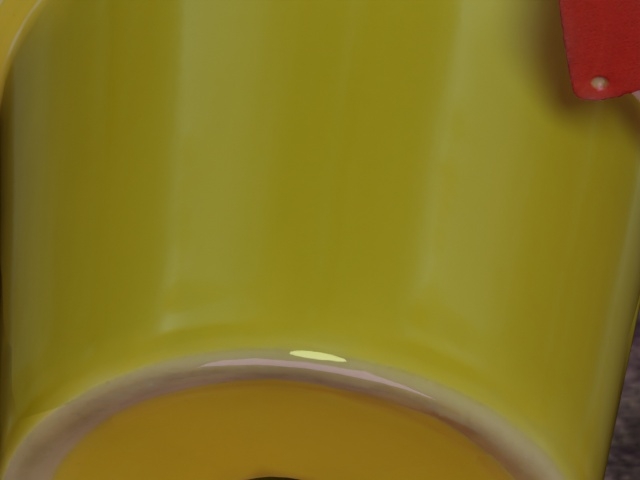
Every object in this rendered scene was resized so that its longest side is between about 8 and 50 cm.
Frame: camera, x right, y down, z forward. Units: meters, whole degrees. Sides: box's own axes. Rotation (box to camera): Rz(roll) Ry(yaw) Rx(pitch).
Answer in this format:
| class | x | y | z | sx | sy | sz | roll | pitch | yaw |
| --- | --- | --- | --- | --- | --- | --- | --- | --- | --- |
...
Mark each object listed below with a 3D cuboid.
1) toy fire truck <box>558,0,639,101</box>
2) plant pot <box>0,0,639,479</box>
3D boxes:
| class | x | y | z | sx | sy | sz | roll | pitch | yaw |
| --- | --- | --- | --- | --- | --- | --- | --- | --- | --- |
| toy fire truck | 0.154 | -0.032 | 0.467 | 0.135 | 0.047 | 0.192 | -9 | 141 | 25 |
| plant pot | 0.000 | 0.000 | 0.544 | 0.254 | 0.239 | 0.254 | 3 | 134 | 3 |
